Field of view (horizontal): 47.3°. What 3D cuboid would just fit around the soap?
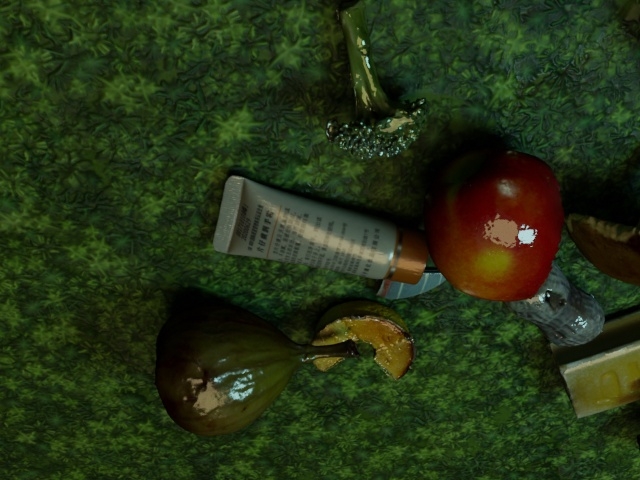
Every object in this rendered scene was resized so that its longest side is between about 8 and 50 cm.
[{"bbox_3d":[0.565,0.208,1.305,0.274,0.089,0.173,-23,128,11],"label":"soap"}]

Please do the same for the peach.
[{"bbox_3d":[0.252,-0.017,1.027,0.190,0.196,0.226,3,136,50],"label":"peach"}]

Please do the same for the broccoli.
[{"bbox_3d":[0.063,-0.199,0.921,0.122,0.118,0.204,-7,119,28],"label":"broccoli"}]

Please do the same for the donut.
[{"bbox_3d":[0.074,0.162,1.234,0.181,0.078,0.146,7,128,-3],"label":"donut"}]

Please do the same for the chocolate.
[{"bbox_3d":[0.371,0.097,1.187,0.110,0.110,0.248,-37,124,23],"label":"chocolate"}]

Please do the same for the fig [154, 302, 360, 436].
[{"bbox_3d":[-0.097,0.202,1.162,0.321,0.217,0.217,-3,130,-3],"label":"fig"}]

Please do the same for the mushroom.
[{"bbox_3d":[0.509,-0.057,1.033,0.233,0.208,0.301,4,129,-45],"label":"mushroom"}]

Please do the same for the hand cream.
[{"bbox_3d":[0.000,0.000,1.085,0.314,0.089,0.139,14,126,-11],"label":"hand cream"}]

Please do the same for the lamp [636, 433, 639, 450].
[{"bbox_3d":[0.747,0.371,1.411,0.258,0.180,0.180,-18,129,6],"label":"lamp"}]

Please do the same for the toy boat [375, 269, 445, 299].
[{"bbox_3d":[0.155,0.067,1.186,0.122,0.034,0.096,5,135,-11],"label":"toy boat"}]
